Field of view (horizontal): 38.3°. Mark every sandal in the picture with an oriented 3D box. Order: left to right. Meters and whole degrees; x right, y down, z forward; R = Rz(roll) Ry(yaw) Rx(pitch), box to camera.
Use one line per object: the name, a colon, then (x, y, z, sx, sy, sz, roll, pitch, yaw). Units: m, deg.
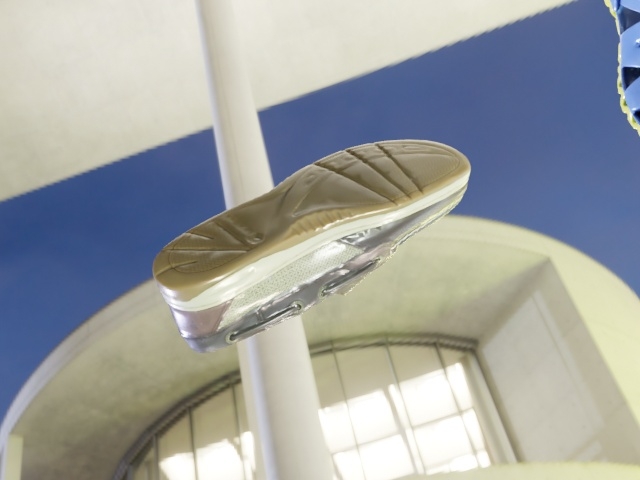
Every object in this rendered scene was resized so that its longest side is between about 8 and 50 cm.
sandal: (0.370, -0.228, 0.978, 0.126, 0.317, 0.138, -17, -19, 7)

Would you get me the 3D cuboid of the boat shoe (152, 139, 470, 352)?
boat shoe: (0.000, 0.000, 0.408, 0.152, 0.056, 0.049, -23, -51, -19)
